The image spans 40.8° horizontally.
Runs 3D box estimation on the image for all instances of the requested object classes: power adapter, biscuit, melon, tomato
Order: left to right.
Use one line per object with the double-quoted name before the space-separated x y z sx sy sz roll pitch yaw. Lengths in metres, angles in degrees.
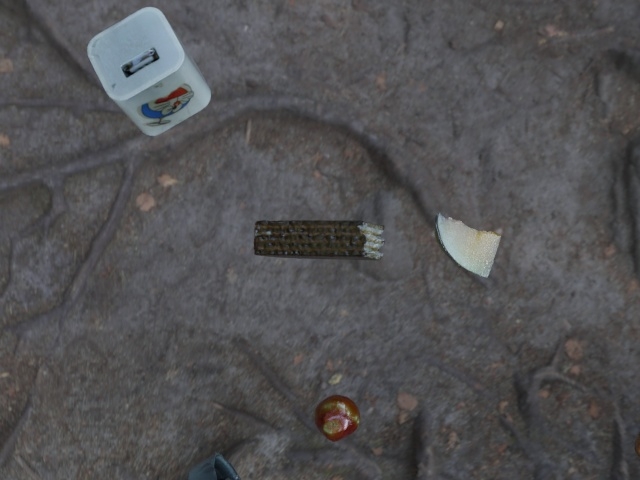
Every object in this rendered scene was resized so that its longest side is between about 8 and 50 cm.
"power adapter" -0.248 -0.242 1.332 0.130 0.205 0.125 -31 71 2
"biscuit" 0.000 0.000 1.645 0.252 0.106 0.070 1 87 25
"tomato" 0.031 0.331 1.598 0.087 0.087 0.075 27 30 -1
"melon" 0.295 0.008 1.809 0.182 0.054 0.098 17 99 -31

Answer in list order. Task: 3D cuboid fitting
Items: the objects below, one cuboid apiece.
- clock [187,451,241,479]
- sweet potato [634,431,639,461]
"clock" -0.141 0.494 1.439 0.055 0.280 0.281 -25 71 -2
"sweet potato" 0.376 0.202 0.706 0.251 0.097 0.097 14 60 -3
